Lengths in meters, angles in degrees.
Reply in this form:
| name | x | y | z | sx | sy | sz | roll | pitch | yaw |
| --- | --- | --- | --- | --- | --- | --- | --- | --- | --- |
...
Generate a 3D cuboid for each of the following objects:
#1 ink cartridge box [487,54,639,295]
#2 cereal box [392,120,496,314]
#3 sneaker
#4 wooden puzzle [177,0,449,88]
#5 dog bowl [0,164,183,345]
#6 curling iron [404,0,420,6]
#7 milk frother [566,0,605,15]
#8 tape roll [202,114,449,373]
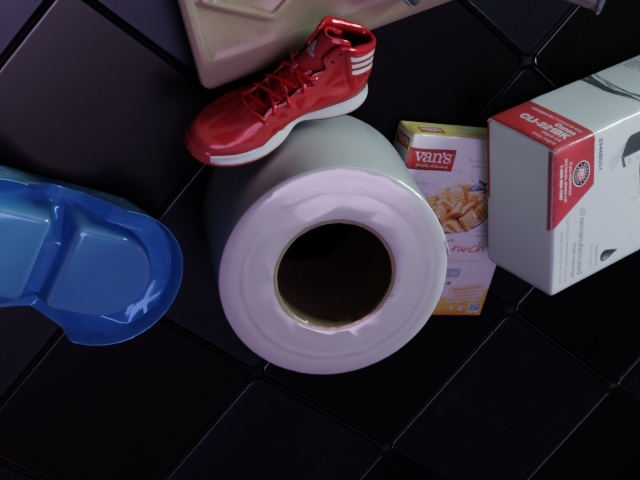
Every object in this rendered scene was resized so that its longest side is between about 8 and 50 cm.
| name | x | y | z | sx | sy | sz | roll | pitch | yaw |
| --- | --- | --- | --- | --- | --- | --- | --- | --- | --- |
| ink cartridge box | 0.335 | -0.085 | 1.572 | 0.273 | 0.114 | 0.197 | -25 | 127 | -28 |
| cereal box | 0.146 | -0.023 | 1.599 | 0.173 | 0.047 | 0.240 | 1 | 118 | -26 |
| sneaker | -0.039 | -0.164 | 1.343 | 0.221 | 0.087 | 0.128 | -31 | 158 | -27 |
| wooden puzzle | -0.013 | -0.351 | 1.317 | 0.322 | 0.080 | 0.347 | -22 | 130 | -12 |
| dog bowl | -0.293 | 0.010 | 1.399 | 0.297 | 0.074 | 0.166 | 15 | 112 | -32 |
| curling iron | 0.031 | -0.319 | 1.285 | 0.068 | 0.035 | 0.274 | -39 | 131 | 3 |
| milk frother | 0.245 | -0.318 | 1.362 | 0.135 | 0.143 | 0.129 | 22 | 96 | 11 |
| tape roll | 0.000 | 0.000 | 1.441 | 0.246 | 0.169 | 0.246 | -4 | 117 | -9 |
